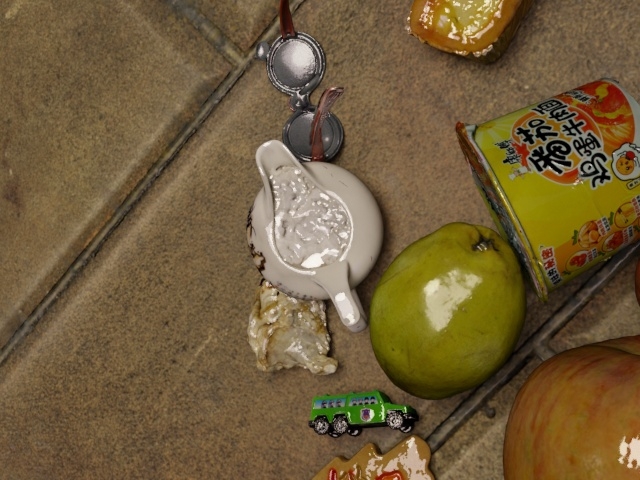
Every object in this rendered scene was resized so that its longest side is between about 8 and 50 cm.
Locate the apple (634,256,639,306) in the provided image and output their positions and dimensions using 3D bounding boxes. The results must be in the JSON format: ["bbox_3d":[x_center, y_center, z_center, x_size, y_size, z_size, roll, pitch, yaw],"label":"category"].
[{"bbox_3d":[0.484,0.046,0.915,0.173,0.195,0.160,-5,92,-18],"label":"apple"}]

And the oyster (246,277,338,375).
[{"bbox_3d":[-0.046,0.139,1.180,0.191,0.081,0.163,29,92,17],"label":"oyster"}]

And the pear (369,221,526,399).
[{"bbox_3d":[0.173,0.101,1.027,0.212,0.212,0.269,34,124,20],"label":"pear"}]

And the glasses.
[{"bbox_3d":[-0.038,-0.249,1.110,0.118,0.268,0.234,-12,79,1],"label":"glasses"}]

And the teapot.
[{"bbox_3d":[0.000,0.000,1.124,0.208,0.166,0.300,-27,74,-6],"label":"teapot"}]

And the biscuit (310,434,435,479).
[{"bbox_3d":[0.079,0.397,1.131,0.238,0.041,0.212,0,88,20],"label":"biscuit"}]

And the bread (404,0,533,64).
[{"bbox_3d":[0.248,-0.400,1.087,0.152,0.119,0.288,30,97,24],"label":"bread"}]

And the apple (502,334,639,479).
[{"bbox_3d":[0.413,0.280,0.829,0.400,0.400,0.334,-3,92,21],"label":"apple"}]

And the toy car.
[{"bbox_3d":[0.065,0.263,1.132,0.165,0.071,0.063,-9,69,20],"label":"toy car"}]

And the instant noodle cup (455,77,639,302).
[{"bbox_3d":[0.322,-0.074,0.971,0.200,0.264,0.264,-25,77,8],"label":"instant noodle cup"}]
